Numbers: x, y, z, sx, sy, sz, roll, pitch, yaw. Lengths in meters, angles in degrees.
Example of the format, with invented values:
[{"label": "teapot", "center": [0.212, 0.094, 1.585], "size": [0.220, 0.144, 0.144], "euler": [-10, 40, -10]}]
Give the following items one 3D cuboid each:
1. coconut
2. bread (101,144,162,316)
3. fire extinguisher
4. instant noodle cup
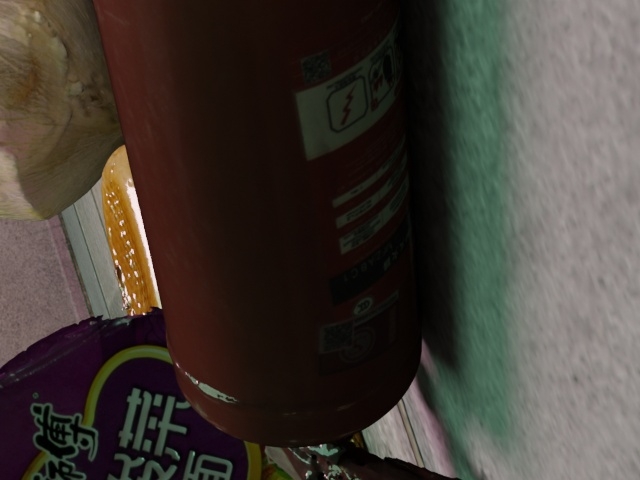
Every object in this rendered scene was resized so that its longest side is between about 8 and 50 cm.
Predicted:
[{"label": "coconut", "center": [-0.257, -0.129, 1.212], "size": [0.227, 0.230, 0.227], "euler": [4, -90, -81]}, {"label": "bread", "center": [-0.103, 0.018, 1.054], "size": [0.114, 0.077, 0.189], "euler": [-29, 78, 57]}, {"label": "fire extinguisher", "center": [0.000, 0.000, 0.549], "size": [0.147, 0.106, 0.337], "euler": [29, 143, 36]}, {"label": "instant noodle cup", "center": [-0.091, 0.170, 0.878], "size": [0.190, 0.251, 0.251], "euler": [103, 148, -83]}]
